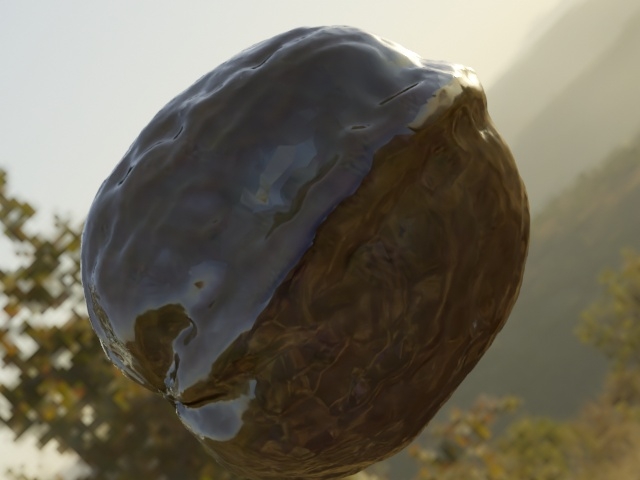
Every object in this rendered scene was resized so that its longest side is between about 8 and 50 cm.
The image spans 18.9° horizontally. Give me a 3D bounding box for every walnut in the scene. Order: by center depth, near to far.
[{"bbox_3d":[0.000,0.001,1.424,0.344,0.306,0.306,-46,0,-5],"label":"walnut"}]
